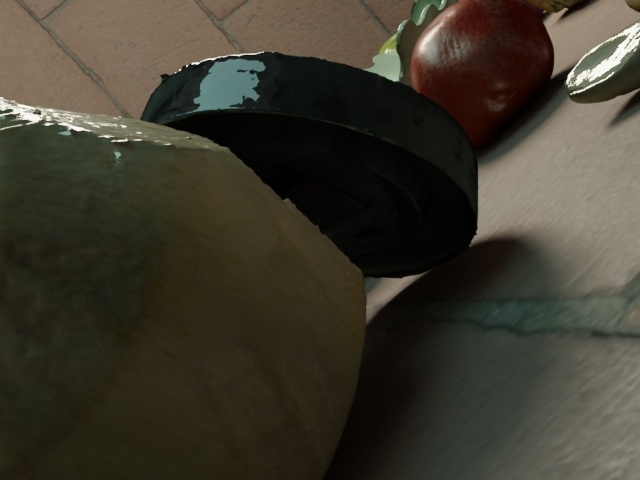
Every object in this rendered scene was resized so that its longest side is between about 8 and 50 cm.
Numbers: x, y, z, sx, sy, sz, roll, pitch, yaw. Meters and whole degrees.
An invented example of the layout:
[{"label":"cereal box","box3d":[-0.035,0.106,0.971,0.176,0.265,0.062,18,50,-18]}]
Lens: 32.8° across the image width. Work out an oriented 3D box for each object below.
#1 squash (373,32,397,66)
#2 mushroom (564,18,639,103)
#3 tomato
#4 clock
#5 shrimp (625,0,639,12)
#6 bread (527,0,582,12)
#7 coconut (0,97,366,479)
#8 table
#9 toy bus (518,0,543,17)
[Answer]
[{"label":"squash","box3d":[0.119,-0.277,1.714,0.105,0.105,0.132,-37,-4,35]},{"label":"mushroom","box3d":[0.297,-0.175,0.922,0.209,0.071,0.084,-36,39,50]},{"label":"tomato","box3d":[0.185,-0.202,1.276,0.187,0.151,0.187,-37,13,10]},{"label":"clock","box3d":[-0.014,-0.055,0.946,0.312,0.313,0.061,-30,45,56]},{"label":"shrimp","box3d":[0.432,-0.356,1.190,0.178,0.075,0.289,-19,23,50]},{"label":"bread","box3d":[0.372,-0.452,1.564,0.245,0.174,0.121,-49,12,9]},{"label":"coconut","box3d":[-0.165,0.078,0.803,0.344,0.415,0.415,-52,9,-2]},{"label":"table","box3d":[0.146,-0.240,1.478,0.166,0.166,0.198,-35,4,39]},{"label":"toy bus","box3d":[0.251,-0.317,1.718,0.112,0.090,0.274,-12,30,53]}]
